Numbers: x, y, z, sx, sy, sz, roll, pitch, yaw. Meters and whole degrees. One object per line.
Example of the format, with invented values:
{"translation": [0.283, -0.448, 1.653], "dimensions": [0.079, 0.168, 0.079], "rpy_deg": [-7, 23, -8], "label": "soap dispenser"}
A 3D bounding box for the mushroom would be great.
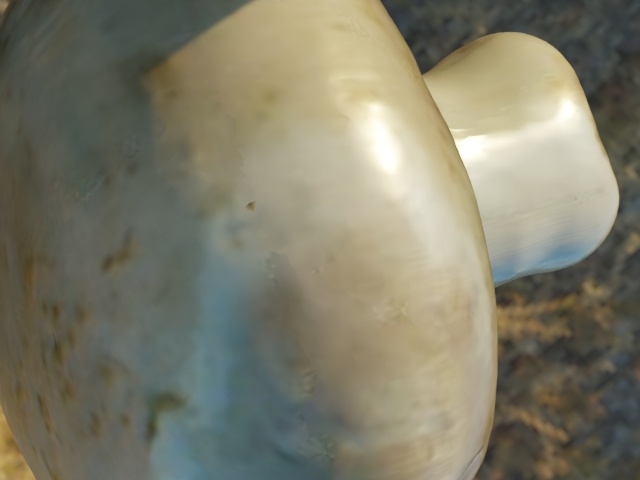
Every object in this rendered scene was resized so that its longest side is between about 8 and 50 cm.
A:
{"translation": [0.000, 0.000, 0.663], "dimensions": [0.243, 0.243, 0.243], "rpy_deg": [-28, 150, -17], "label": "mushroom"}
